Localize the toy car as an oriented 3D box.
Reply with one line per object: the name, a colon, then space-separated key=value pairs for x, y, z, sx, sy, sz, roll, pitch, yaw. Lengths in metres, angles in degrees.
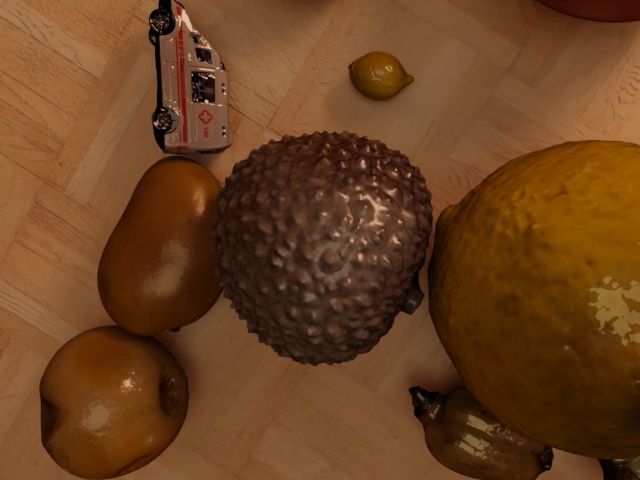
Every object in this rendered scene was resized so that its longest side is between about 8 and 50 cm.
toy car: x=-0.180 y=-0.223 z=0.737 sx=0.108 sy=0.089 sz=0.209 roll=-3 pitch=95 yaw=-16

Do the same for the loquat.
loquat: x=-0.299 y=0.228 z=0.758 sx=0.213 sy=0.213 sz=0.213 roll=1 pitch=98 yaw=4

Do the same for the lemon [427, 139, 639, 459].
lemon: x=0.298 y=0.066 z=0.606 sx=0.350 sy=0.387 sz=0.349 roll=1 pitch=121 yaw=2

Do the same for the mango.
mango: x=-0.207 y=0.014 z=0.750 sx=0.175 sy=0.139 sz=0.254 roll=25 pitch=93 yaw=2

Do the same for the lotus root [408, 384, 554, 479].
lotus root: x=0.221 y=0.273 z=0.766 sx=0.221 sy=0.118 sz=0.125 roll=21 pitch=67 yaw=4

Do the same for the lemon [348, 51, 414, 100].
lemon: x=0.083 y=-0.226 z=0.733 sx=0.092 sy=0.065 sz=0.065 roll=10 pitch=98 yaw=-3

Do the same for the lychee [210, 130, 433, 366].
lychee: x=0.002 y=0.001 z=0.655 sx=0.300 sy=0.300 sz=0.300 roll=1 pitch=98 yaw=4

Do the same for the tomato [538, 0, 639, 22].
tomato: x=0.344 y=-0.404 z=0.583 sx=0.322 sy=0.321 sz=0.321 roll=1 pitch=98 yaw=4

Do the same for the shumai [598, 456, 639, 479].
shumai: x=0.500 y=0.299 z=0.740 sx=0.218 sy=0.189 sz=0.255 roll=2 pitch=114 yaw=22
